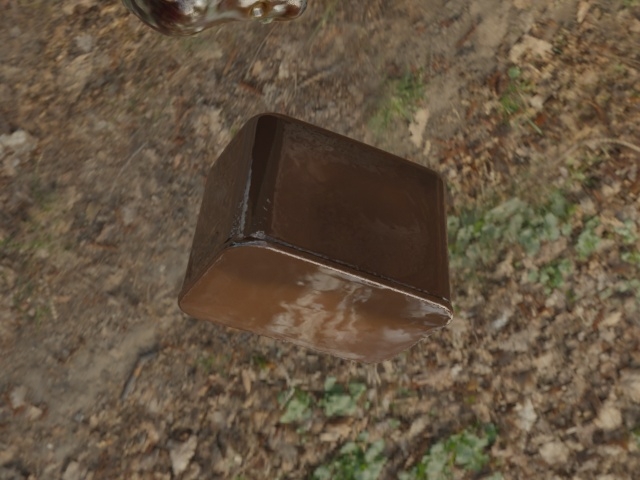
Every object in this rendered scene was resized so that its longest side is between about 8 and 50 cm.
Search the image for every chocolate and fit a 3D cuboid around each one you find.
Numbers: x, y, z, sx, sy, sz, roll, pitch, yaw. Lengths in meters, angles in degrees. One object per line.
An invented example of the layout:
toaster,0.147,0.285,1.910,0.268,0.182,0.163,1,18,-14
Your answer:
chocolate,-0.189,-0.393,1.236,0.340,0.210,0.225,51,149,18

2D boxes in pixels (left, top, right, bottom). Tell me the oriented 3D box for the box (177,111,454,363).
box,0.000,0.000,1.395,0.339,0.229,0.239,18,148,-21
